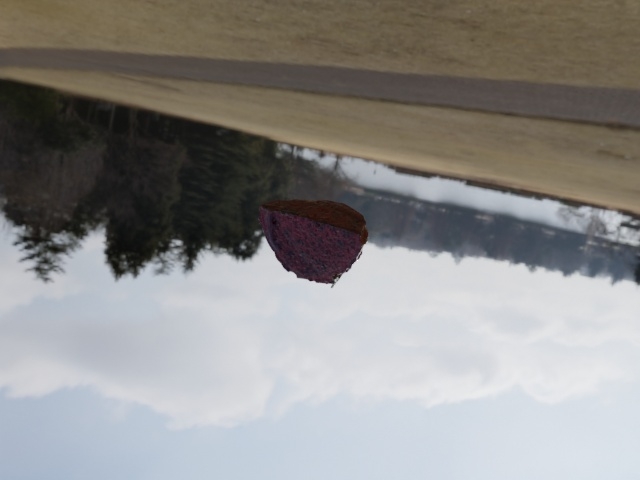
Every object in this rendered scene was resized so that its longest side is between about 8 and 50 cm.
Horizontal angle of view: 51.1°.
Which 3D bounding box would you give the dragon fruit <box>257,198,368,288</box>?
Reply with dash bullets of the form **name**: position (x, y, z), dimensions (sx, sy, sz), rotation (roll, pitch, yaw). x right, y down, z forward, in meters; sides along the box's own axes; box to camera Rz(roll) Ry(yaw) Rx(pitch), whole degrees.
- **dragon fruit**: position (0.000, 0.000, 0.918), dimensions (0.162, 0.106, 0.083), rotation (13, -149, 23)
